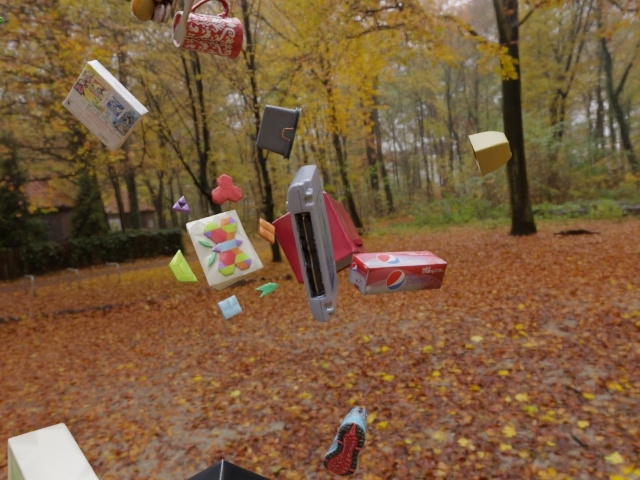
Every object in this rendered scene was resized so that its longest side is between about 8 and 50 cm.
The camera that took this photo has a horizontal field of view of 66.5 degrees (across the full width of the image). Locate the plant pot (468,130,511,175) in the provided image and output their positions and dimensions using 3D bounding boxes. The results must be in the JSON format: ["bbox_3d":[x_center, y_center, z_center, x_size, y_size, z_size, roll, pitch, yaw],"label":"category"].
[{"bbox_3d":[0.431,-0.227,1.232,0.083,0.081,0.081,-17,38,16],"label":"plant pot"}]

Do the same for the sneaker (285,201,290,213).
[{"bbox_3d":[0.013,-0.085,1.656,0.151,0.094,0.256,-31,57,-24],"label":"sneaker"}]

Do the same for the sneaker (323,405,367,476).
[{"bbox_3d":[0.092,0.621,1.513,0.104,0.262,0.125,25,31,7],"label":"sneaker"}]

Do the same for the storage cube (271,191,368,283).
[{"bbox_3d":[0.000,0.000,1.416,0.215,0.193,0.183,-29,-13,13],"label":"storage cube"}]

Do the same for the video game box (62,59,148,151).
[{"bbox_3d":[-0.656,-0.405,1.485,0.187,0.205,0.048,-35,16,34],"label":"video game box"}]

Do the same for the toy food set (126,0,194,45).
[{"bbox_3d":[-0.312,-0.465,0.901,0.038,0.192,0.132,-27,-25,-50],"label":"toy food set"}]

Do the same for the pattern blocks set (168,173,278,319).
[{"bbox_3d":[-0.239,0.017,1.220,0.285,0.325,0.026,-37,1,-29],"label":"pattern blocks set"}]

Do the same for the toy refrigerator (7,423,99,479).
[{"bbox_3d":[-0.388,0.396,0.723,0.094,0.102,0.269,-4,19,-44],"label":"toy refrigerator"}]

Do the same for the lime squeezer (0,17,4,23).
[{"bbox_3d":[-0.904,-0.540,1.214,0.310,0.059,0.110,-7,27,9],"label":"lime squeezer"}]

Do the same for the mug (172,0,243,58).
[{"bbox_3d":[-0.321,-0.592,1.365,0.169,0.150,0.113,-8,-10,-37],"label":"mug"}]

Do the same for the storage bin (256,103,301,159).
[{"bbox_3d":[-0.109,-0.279,1.237,0.091,0.135,0.098,12,16,-9],"label":"storage bin"}]

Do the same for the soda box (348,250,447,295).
[{"bbox_3d":[0.213,0.085,1.334,0.263,0.083,0.092,-2,24,-28],"label":"soda box"}]

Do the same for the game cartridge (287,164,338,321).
[{"bbox_3d":[-0.011,-0.002,1.033,0.060,0.294,0.196,-7,20,11],"label":"game cartridge"}]

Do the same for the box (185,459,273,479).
[{"bbox_3d":[-0.131,0.496,0.841,0.184,0.261,0.103,-38,32,22],"label":"box"}]
